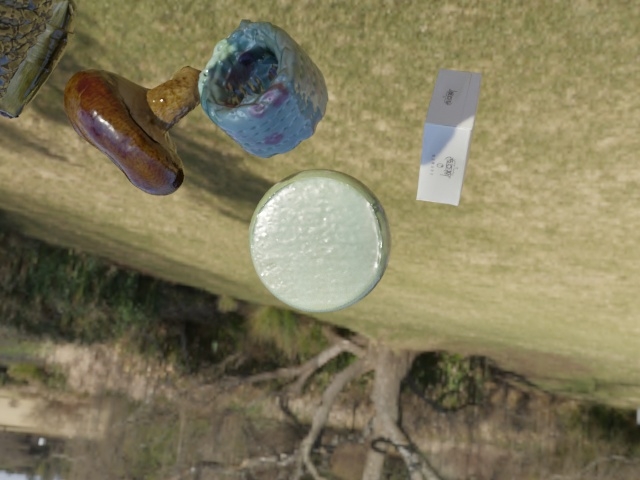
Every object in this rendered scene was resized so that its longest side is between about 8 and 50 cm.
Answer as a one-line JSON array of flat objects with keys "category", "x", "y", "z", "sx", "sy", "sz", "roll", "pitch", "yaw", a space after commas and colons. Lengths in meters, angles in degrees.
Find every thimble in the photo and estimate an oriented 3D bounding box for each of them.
[{"category": "thimble", "x": -0.094, "y": -0.258, "z": 1.387, "sx": 0.185, "sy": 0.211, "sz": 0.149, "roll": -14, "pitch": 151, "yaw": 23}]

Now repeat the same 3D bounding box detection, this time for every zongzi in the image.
[{"category": "zongzi", "x": -0.615, "y": -0.404, "z": 1.724, "sx": 0.138, "sy": 0.286, "sz": 0.300, "roll": 27, "pitch": -178, "yaw": -27}]

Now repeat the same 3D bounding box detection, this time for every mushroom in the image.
[{"category": "mushroom", "x": -0.353, "y": -0.229, "z": 1.539, "sx": 0.267, "sy": 0.255, "sz": 0.267, "roll": 17, "pitch": -177, "yaw": -1}]

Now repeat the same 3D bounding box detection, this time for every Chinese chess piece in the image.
[{"category": "Chinese chess piece", "x": 0.000, "y": 0.000, "z": 2.015, "sx": 0.349, "sy": 0.350, "sz": 0.146, "roll": 4, "pitch": -171, "yaw": 7}]

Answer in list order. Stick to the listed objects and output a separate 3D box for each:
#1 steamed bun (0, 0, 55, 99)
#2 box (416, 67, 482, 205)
[{"category": "steamed bun", "x": -0.371, "y": -0.212, "z": 0.713, "sx": 0.219, "sy": 0.310, "sz": 0.324, "roll": 35, "pitch": 133, "yaw": -14}, {"category": "box", "x": 0.318, "y": -0.253, "z": 2.056, "sx": 0.116, "sy": 0.203, "sz": 0.274, "roll": 10, "pitch": 143, "yaw": 9}]
